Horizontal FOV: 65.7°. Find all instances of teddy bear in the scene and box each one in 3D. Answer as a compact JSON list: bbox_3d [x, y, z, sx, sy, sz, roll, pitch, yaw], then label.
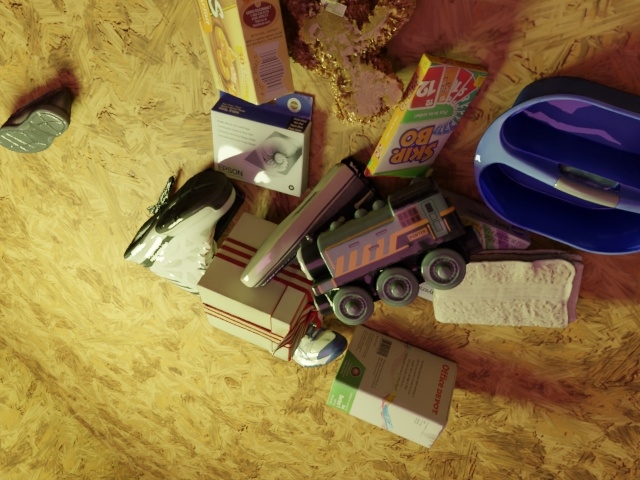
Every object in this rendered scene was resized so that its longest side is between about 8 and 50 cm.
[{"bbox_3d":[0.039,-0.371,0.857,0.338,0.113,0.245,48,123,-3],"label":"teddy bear"}]

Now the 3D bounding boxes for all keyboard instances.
[{"bbox_3d":[-0.338,-0.077,1.291,0.202,0.033,0.317,35,131,-11],"label":"keyboard"}]

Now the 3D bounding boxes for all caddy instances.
[{"bbox_3d":[0.426,-0.114,0.803,0.342,0.179,0.241,21,130,10],"label":"caddy"}]

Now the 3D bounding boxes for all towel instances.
[{"bbox_3d":[0.367,0.102,0.999,0.283,0.049,0.187,-2,127,17],"label":"towel"}]

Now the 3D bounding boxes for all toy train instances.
[{"bbox_3d":[0.120,0.021,0.917,0.334,0.142,0.190,-24,99,16],"label":"toy train"}]

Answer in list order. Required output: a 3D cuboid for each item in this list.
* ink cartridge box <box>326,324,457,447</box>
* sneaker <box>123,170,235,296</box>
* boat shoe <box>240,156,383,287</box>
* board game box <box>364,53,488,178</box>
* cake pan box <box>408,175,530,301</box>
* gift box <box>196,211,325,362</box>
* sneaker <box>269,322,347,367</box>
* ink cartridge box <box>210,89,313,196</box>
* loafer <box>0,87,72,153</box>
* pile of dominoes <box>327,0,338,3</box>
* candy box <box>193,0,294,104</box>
[{"bbox_3d":[0.184,0.364,1.258,0.278,0.201,0.117,21,130,10],"label":"ink cartridge box"},{"bbox_3d":[-0.281,0.002,1.235,0.258,0.169,0.448,38,140,-24],"label":"sneaker"},{"bbox_3d":[0.000,0.000,1.028,0.158,0.127,0.340,43,89,-15],"label":"boat shoe"},{"bbox_3d":[0.182,-0.205,0.901,0.124,0.039,0.259,0,140,-27],"label":"board game box"},{"bbox_3d":[0.259,0.022,1.038,0.267,0.070,0.245,23,133,-4],"label":"cake pan box"},{"bbox_3d":[-0.117,0.135,1.160,0.258,0.276,0.255,20,153,9],"label":"gift box"},{"bbox_3d":[-0.063,0.251,1.328,0.297,0.112,0.130,-5,116,43],"label":"sneaker"},{"bbox_3d":[-0.130,-0.220,1.074,0.224,0.045,0.223,16,129,14],"label":"ink cartridge box"},{"bbox_3d":[-0.729,-0.306,1.282,0.303,0.095,0.109,-10,149,36],"label":"loafer"},{"bbox_3d":[0.010,-0.507,0.747,0.251,0.040,0.196,50,119,14],"label":"pile of dominoes"},{"bbox_3d":[-0.149,-0.413,0.858,0.183,0.088,0.316,34,142,47],"label":"candy box"}]
